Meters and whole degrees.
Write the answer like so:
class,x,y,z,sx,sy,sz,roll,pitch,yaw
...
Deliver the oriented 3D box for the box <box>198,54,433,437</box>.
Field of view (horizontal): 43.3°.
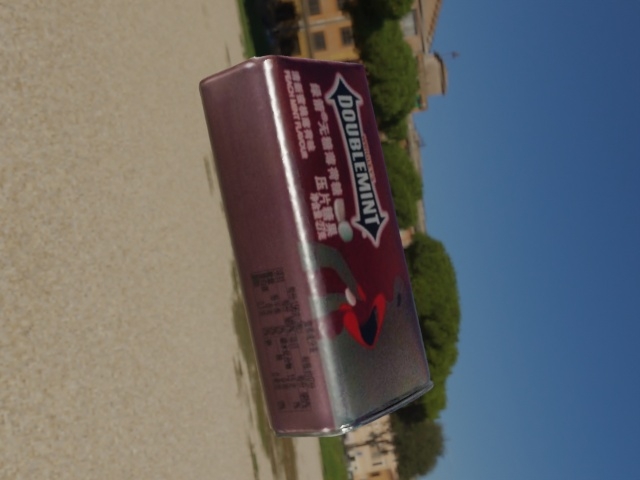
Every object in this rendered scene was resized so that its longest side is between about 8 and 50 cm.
class,x,y,z,sx,sy,sz,roll,pitch,yaw
box,0.000,0.000,0.512,0.120,0.069,0.224,-9,87,-52
